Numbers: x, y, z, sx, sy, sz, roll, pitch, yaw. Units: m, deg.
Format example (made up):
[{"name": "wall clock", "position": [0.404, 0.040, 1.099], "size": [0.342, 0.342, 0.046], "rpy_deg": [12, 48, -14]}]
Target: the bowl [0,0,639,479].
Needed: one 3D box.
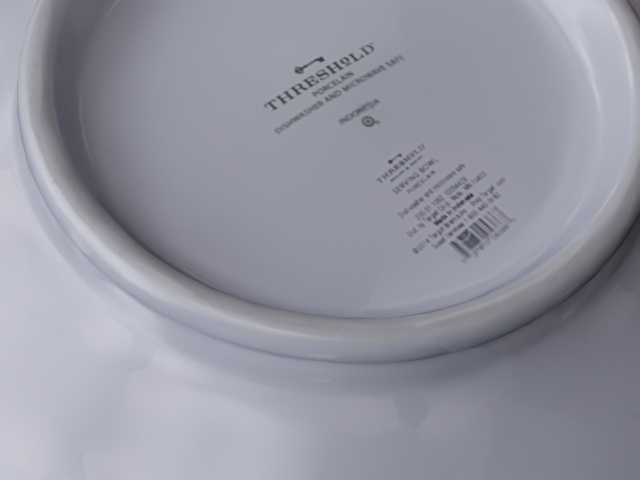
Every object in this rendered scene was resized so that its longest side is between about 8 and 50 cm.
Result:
[{"name": "bowl", "position": [0.000, 0.000, 0.470], "size": [0.134, 0.298, 0.298], "rpy_deg": [95, 176, -55]}]
